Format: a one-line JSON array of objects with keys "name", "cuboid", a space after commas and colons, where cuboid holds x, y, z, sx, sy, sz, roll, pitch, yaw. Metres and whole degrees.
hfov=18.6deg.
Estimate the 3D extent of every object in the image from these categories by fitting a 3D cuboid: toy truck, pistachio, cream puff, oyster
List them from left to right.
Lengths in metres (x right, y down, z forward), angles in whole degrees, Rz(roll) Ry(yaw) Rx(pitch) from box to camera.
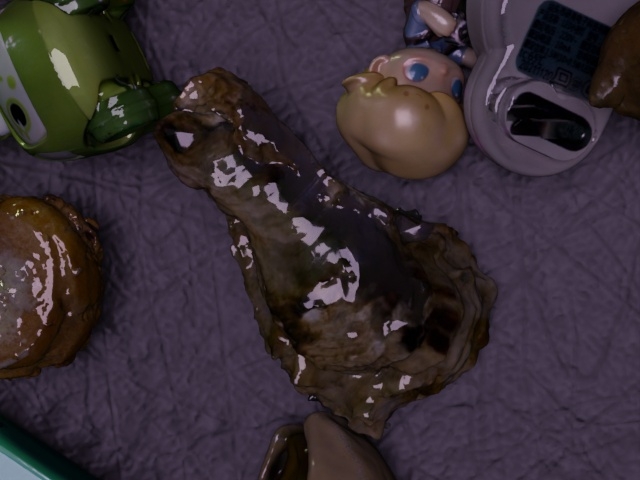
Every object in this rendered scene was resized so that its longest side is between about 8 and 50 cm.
[{"name": "cream puff", "cuboid": [-0.249, 0.038, 1.645, 0.150, 0.115, 0.165, 46, 103, 9]}, {"name": "toy truck", "cuboid": [-0.223, -0.128, 1.617, 0.210, 0.187, 0.148, -26, 89, 27]}, {"name": "oyster", "cuboid": [0.006, -0.005, 1.597, 0.337, 0.133, 0.198, 48, 60, -5]}, {"name": "pistachio", "cuboid": [0.017, 0.261, 1.625, 0.138, 0.153, 0.238, -22, 85, 45]}]

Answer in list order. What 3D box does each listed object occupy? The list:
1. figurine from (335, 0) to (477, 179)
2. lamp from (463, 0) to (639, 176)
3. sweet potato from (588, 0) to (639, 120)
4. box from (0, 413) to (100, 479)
[{"name": "figurine", "cuboid": [0.092, -0.145, 1.631, 0.108, 0.114, 0.196, 20, 81, 30]}, {"name": "lamp", "cuboid": [0.195, -0.172, 1.608, 0.179, 0.108, 0.246, 22, 89, -19]}, {"name": "sweet potato", "cuboid": [0.406, -0.160, 1.567, 0.422, 0.130, 0.130, -6, 91, -17]}, {"name": "box", "cuboid": [-0.305, 0.251, 1.651, 0.311, 0.118, 0.205, 33, 91, 2]}]
